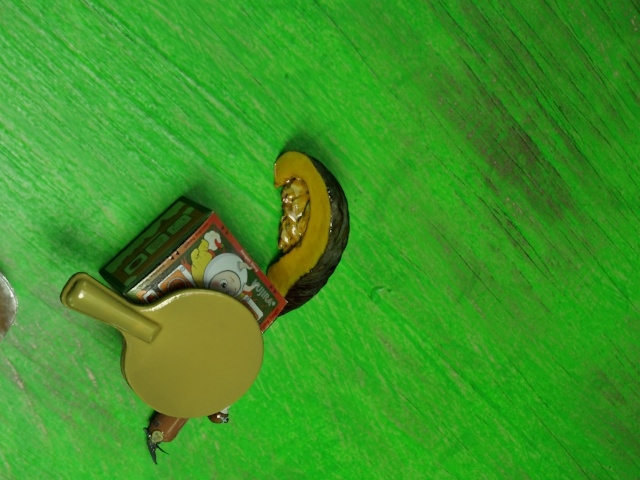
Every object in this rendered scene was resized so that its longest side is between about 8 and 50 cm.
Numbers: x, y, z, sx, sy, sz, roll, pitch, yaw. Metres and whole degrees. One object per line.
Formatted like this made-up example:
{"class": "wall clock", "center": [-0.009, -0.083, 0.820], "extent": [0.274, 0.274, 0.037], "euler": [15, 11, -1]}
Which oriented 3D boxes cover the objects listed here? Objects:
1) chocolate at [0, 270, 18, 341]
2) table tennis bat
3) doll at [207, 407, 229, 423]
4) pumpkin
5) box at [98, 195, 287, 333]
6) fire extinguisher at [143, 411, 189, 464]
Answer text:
{"class": "chocolate", "center": [-0.541, 0.061, 1.503], "extent": [0.254, 0.080, 0.157], "euler": [47, 65, -29]}
{"class": "table tennis bat", "center": [-0.219, 0.135, 1.545], "extent": [0.320, 0.050, 0.198], "euler": [33, 98, -29]}
{"class": "doll", "center": [-0.175, 0.257, 1.761], "extent": [0.085, 0.040, 0.058], "euler": [23, 78, -34]}
{"class": "pumpkin", "center": [0.003, 0.003, 1.719], "extent": [0.111, 0.163, 0.279], "euler": [0, 101, -32]}
{"class": "box", "center": [-0.187, 0.071, 1.647], "extent": [0.177, 0.148, 0.195], "euler": [-43, 118, -13]}
{"class": "fire extinguisher", "center": [-0.217, 0.264, 1.713], "extent": [0.177, 0.062, 0.050], "euler": [-53, 157, 12]}
